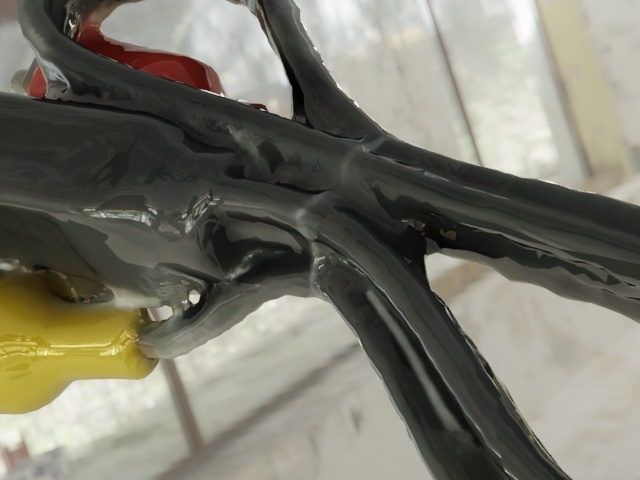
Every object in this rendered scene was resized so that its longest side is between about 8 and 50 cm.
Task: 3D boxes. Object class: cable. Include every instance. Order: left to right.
[{"bbox_3d":[0.000,0.000,0.401,0.287,0.072,0.139,16,-120,39],"label":"cable"}]
